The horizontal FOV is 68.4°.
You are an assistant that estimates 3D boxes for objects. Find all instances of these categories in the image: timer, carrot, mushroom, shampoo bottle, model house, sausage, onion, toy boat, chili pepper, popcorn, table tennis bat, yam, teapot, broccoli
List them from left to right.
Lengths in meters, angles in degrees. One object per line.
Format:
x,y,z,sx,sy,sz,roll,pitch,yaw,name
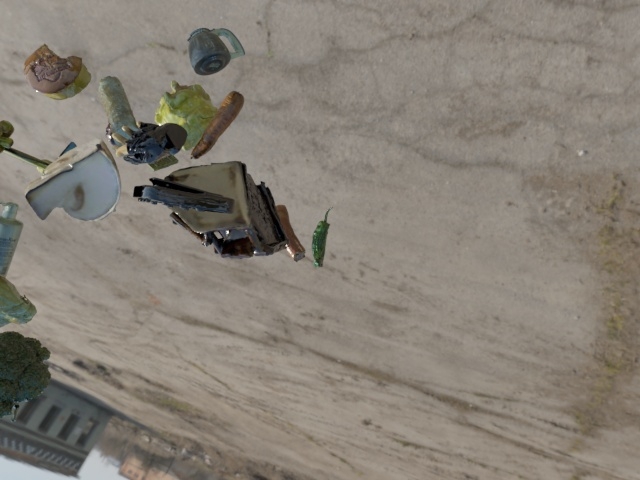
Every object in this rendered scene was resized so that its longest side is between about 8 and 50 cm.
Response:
-0.994,0.439,1.444,0.304,0.321,0.283,49,135,35,broccoli
-0.933,0.013,1.370,0.085,0.263,0.085,23,-174,-3,shampoo bottle
-0.925,-0.249,1.544,0.224,0.054,0.369,22,175,2,table tennis bat
-0.612,-0.144,1.222,0.162,0.236,0.173,60,178,-30,mushroom
-0.705,-0.455,1.642,0.259,0.093,0.093,64,159,21,yam
-0.785,-0.413,1.831,0.097,0.107,0.107,-13,149,-8,onion
-0.658,-0.325,1.969,0.063,0.115,0.016,40,144,31,toy boat
-0.290,-0.093,1.001,0.187,0.055,0.144,9,-179,-31,timer
-0.498,-0.460,1.750,0.256,0.255,0.195,10,-172,34,popcorn
-0.300,-0.537,1.303,0.108,0.149,0.111,64,-175,3,teapot
-0.304,-0.335,1.388,0.059,0.248,0.059,34,178,1,carrot
-0.262,-0.034,1.334,0.317,0.297,0.282,-7,144,17,model house
-0.155,-0.041,2.162,0.076,0.302,0.102,-37,156,25,sausage
0.000,0.000,1.947,0.065,0.279,0.122,14,151,-11,chili pepper

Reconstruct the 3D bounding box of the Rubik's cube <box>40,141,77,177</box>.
-0.777,-0.212,1.446,0.211,0.178,0.190,6,-179,-39,Rubik's cube

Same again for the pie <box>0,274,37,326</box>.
-0.717,0.102,0.927,0.274,0.106,0.257,-4,144,26,pie

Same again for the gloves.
-0.518,-0.287,1.388,0.203,0.164,0.124,-10,117,22,gloves

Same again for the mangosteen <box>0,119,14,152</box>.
-0.941,-0.286,1.281,0.180,0.166,0.166,8,159,-26,mangosteen

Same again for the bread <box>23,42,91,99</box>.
-0.683,-0.426,1.215,0.156,0.125,0.086,24,173,10,bread
